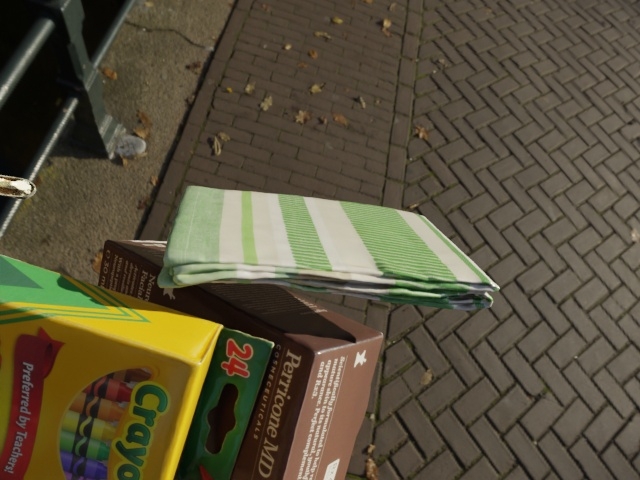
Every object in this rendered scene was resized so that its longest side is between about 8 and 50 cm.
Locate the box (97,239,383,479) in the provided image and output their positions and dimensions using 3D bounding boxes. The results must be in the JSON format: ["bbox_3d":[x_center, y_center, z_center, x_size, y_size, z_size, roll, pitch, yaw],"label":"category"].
[{"bbox_3d":[-0.132,0.140,0.600,0.381,0.143,0.191,18,99,34],"label":"box"}]

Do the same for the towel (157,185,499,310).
[{"bbox_3d":[0.000,0.000,0.547,0.325,0.248,0.038,5,112,-11],"label":"towel"}]

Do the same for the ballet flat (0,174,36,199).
[{"bbox_3d":[-0.513,-0.091,0.765,0.114,0.041,0.041,7,60,-56],"label":"ballet flat"}]

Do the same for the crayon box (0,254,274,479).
[{"bbox_3d":[-0.223,0.142,0.432,0.319,0.081,0.202,17,105,-2],"label":"crayon box"}]
